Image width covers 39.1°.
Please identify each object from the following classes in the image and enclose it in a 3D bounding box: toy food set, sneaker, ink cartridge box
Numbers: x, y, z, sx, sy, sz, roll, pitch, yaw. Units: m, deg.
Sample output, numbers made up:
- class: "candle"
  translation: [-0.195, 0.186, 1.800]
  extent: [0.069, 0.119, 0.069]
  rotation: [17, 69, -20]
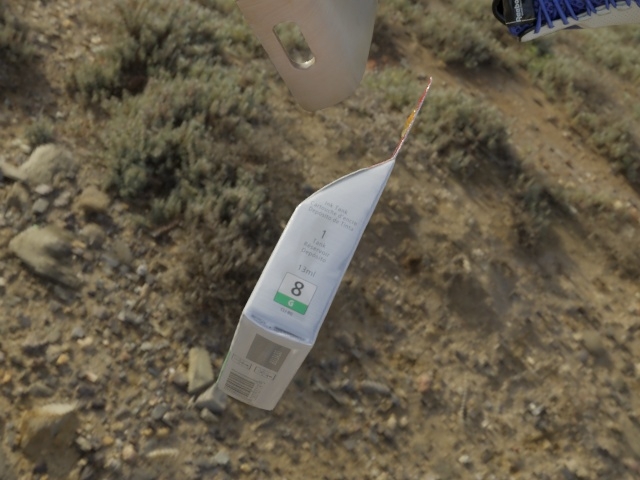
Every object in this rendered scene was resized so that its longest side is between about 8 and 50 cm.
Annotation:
- class: "toy food set"
  translation: [-0.011, -0.306, 0.858]
  extent: [0.093, 0.219, 0.306]
  rotation: [3, 69, 19]
- class: "sneaker"
  translation: [0.374, -0.355, 1.331]
  extent: [0.182, 0.316, 0.127]
  rotation: [-26, 109, -31]
- class: "ink cartridge box"
  translation: [0.000, 0.000, 0.663]
  extent: [0.056, 0.181, 0.224]
  rotation: [24, 64, -1]
